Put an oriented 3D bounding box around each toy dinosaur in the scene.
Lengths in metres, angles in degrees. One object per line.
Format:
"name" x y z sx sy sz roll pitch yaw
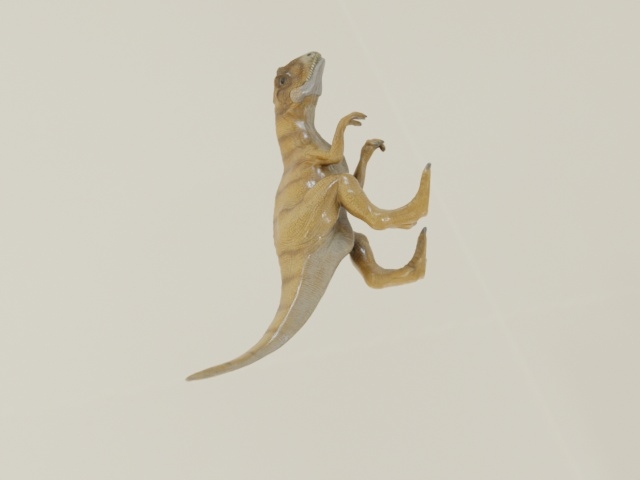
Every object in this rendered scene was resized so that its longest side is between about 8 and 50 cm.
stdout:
"toy dinosaur" 0.000 0.000 0.938 0.112 0.211 0.064 3 146 3
